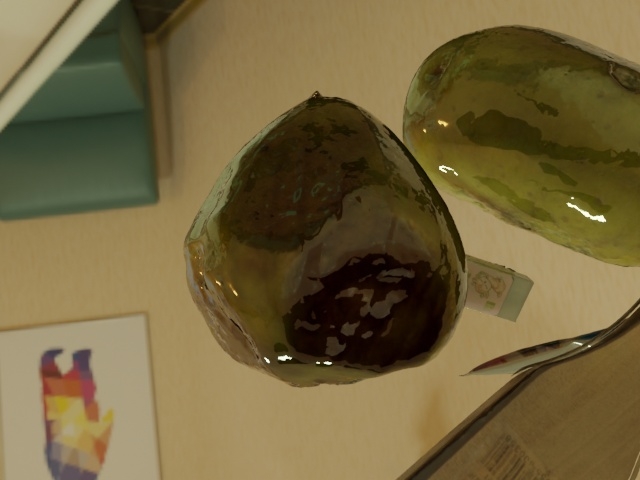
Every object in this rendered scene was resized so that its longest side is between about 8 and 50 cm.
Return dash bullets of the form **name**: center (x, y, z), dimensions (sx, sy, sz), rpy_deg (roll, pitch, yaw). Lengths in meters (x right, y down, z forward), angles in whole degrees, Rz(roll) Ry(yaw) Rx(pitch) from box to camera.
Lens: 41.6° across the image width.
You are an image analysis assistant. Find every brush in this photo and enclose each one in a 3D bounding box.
- **brush**: center (0.121, 0.075, 0.389), dimensions (0.327, 0.070, 0.065), rpy_deg (-34, 173, -26)

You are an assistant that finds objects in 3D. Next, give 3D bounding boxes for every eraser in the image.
- **eraser**: center (0.116, 0.033, 0.634), dimensions (0.083, 0.038, 0.019), rpy_deg (18, -168, -14)

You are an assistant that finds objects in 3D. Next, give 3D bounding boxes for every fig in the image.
- **fig**: center (0.000, 0.000, 0.470), dimensions (0.144, 0.166, 0.154), rpy_deg (24, 143, -31)

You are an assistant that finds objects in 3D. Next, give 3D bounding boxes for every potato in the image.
- **potato**: center (0.185, -0.072, 0.637), dimensions (0.228, 0.149, 0.197), rpy_deg (20, 157, 29)

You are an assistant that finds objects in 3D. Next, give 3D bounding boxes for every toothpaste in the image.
- **toothpaste**: center (0.295, 0.128, 0.970), dimensions (0.266, 0.061, 0.096), rpy_deg (-16, 166, 26)
